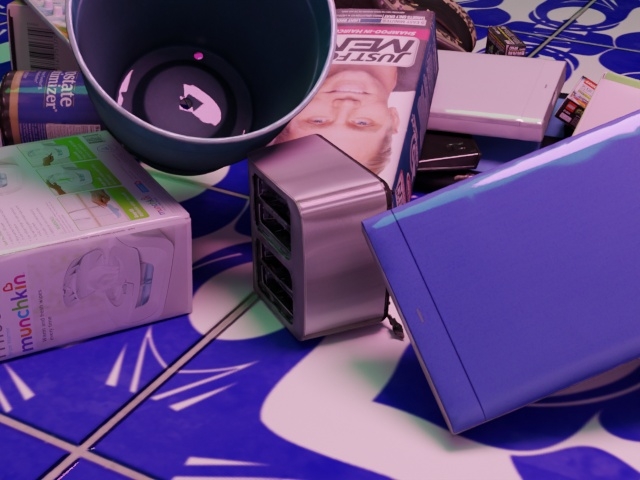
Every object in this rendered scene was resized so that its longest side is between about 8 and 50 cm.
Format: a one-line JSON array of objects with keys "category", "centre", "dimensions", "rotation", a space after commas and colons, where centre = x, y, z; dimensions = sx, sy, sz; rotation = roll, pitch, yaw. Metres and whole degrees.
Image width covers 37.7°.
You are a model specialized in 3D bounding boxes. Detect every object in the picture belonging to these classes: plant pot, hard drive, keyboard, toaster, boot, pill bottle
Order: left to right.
[{"category": "pill bottle", "centre": [-0.331, -0.178, 1.327], "dimensions": [0.219, 0.122, 0.122], "rotation": [0, 28, -4]}, {"category": "plant pot", "centre": [-0.141, -0.196, 1.057], "dimensions": [0.272, 0.271, 0.255], "rotation": [-5, -12, -14]}, {"category": "toaster", "centre": [0.000, 0.000, 0.976], "dimensions": [0.110, 0.168, 0.186], "rotation": [-14, 31, -23]}, {"category": "boot", "centre": [0.123, -0.405, 1.683], "dimensions": [0.377, 0.138, 0.284], "rotation": [31, 29, 1]}, {"category": "keyboard", "centre": [0.173, -0.188, 1.375], "dimensions": [0.202, 0.033, 0.317], "rotation": [-8, 35, -4]}, {"category": "hard drive", "centre": [0.183, -0.219, 1.358], "dimensions": [0.308, 0.040, 0.203], "rotation": [10, 37, 19]}, {"category": "hard drive", "centre": [0.225, 0.018, 0.857], "dimensions": [0.319, 0.040, 0.210], "rotation": [-22, 73, -3]}]

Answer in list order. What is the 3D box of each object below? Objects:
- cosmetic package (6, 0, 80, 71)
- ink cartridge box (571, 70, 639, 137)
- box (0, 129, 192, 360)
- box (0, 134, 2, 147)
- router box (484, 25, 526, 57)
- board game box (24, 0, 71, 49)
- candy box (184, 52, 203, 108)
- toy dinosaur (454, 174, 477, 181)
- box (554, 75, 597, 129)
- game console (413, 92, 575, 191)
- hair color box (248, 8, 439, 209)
[{"category": "cosmetic package", "centre": [-0.424, -0.378, 1.664], "dimensions": [0.129, 0.153, 0.296], "rotation": [9, 28, 9]}, {"category": "ink cartridge box", "centre": [0.426, -0.070, 1.053], "dimensions": [0.198, 0.114, 0.273], "rotation": [27, 4, 37]}, {"category": "box", "centre": [-0.294, -0.008, 1.008], "dimensions": [0.231, 0.126, 0.262], "rotation": [-15, 32, -28]}, {"category": "box", "centre": [-0.504, -0.183, 1.089], "dimensions": [0.168, 0.345, 0.215], "rotation": [-23, 38, -39]}, {"category": "router box", "centre": [0.326, -0.322, 1.672], "dimensions": [0.038, 0.092, 0.122], "rotation": [-2, 29, -7]}, {"category": "board game box", "centre": [-0.273, -0.405, 1.538], "dimensions": [0.390, 0.050, 0.390], "rotation": [-11, 34, -29]}, {"category": "candy box", "centre": [-0.081, -0.224, 1.434], "dimensions": [0.234, 0.071, 0.159], "rotation": [-13, 53, -25]}, {"category": "toy dinosaur", "centre": [0.282, 0.000, 0.941], "dimensions": [0.127, 0.295, 0.200], "rotation": [-50, 13, -27]}, {"category": "box", "centre": [0.439, -0.150, 1.333], "dimensions": [0.207, 0.036, 0.114], "rotation": [35, 36, 7]}, {"category": "game console", "centre": [0.242, -0.154, 1.391], "dimensions": [0.387, 0.060, 0.342], "rotation": [9, 29, 13]}, {"category": "hair color box", "centre": [0.043, -0.156, 1.200], "dimensions": [0.174, 0.105, 0.347], "rotation": [4, 49, 14]}]
